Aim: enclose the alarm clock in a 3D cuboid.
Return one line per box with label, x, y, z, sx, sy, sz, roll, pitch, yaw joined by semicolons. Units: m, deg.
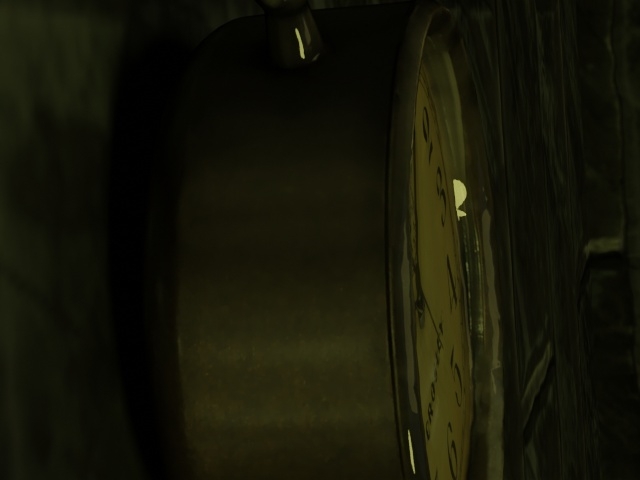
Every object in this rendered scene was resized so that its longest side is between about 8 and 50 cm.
alarm clock;0.000;0.000;0.364;0.129;0.064;0.192;-76;161;-53
